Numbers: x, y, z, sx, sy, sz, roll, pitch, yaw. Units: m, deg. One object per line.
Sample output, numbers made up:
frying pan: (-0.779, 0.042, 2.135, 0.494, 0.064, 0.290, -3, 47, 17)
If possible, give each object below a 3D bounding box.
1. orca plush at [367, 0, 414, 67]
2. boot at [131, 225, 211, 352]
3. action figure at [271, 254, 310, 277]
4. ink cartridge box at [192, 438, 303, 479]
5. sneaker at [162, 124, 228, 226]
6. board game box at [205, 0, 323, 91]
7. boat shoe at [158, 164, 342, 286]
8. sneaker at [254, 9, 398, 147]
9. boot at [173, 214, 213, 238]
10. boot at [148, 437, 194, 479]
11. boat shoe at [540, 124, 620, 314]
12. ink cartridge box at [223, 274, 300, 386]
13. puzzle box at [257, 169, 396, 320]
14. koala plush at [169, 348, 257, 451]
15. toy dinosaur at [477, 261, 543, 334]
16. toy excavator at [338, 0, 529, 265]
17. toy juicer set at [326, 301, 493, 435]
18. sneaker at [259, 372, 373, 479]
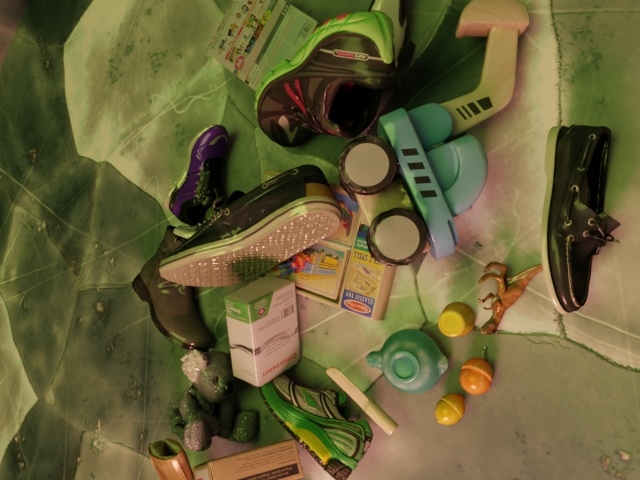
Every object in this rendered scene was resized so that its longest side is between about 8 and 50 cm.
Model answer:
orca plush: (0.118, -0.471, 1.468, 0.102, 0.151, 0.287, -125, 27, -70)
boot: (-0.367, 0.121, 1.782, 0.338, 0.118, 0.222, 43, 106, 28)
action figure: (-0.065, 0.058, 1.537, 0.115, 0.030, 0.038, -26, 75, 40)
ink cartridge box: (-0.166, 0.513, 1.477, 0.234, 0.193, 0.088, 132, 125, -62)
sneaker: (-0.300, -0.160, 1.771, 0.146, 0.102, 0.293, 45, 117, 28)
board game box: (-0.128, -0.493, 1.667, 0.303, 0.098, 0.224, 43, 110, 31)
boat shoe: (-0.171, -0.022, 1.538, 0.500, 0.187, 0.155, -26, 57, 28)
sneaker: (0.000, -0.293, 1.416, 0.483, 0.185, 0.202, -30, 74, 61)
boot: (-0.291, -0.033, 1.750, 0.190, 0.069, 0.086, 14, 88, 15)
boot: (-0.353, 0.606, 1.645, 0.236, 0.089, 0.269, -3, 115, 46)
boat shoe: (0.458, -0.043, 1.149, 0.113, 0.127, 0.339, -6, 69, 41)
ink cartridge box: (-0.130, 0.204, 1.521, 0.087, 0.153, 0.208, 12, 115, 38)
puzzle box: (0.000, 0.000, 1.545, 0.409, 0.052, 0.272, 15, 96, 37)
koala plush: (-0.272, 0.370, 1.637, 0.203, 0.196, 0.221, 15, 98, 48)
toy dinosaur: (0.365, 0.084, 1.263, 0.112, 0.064, 0.211, 39, 107, 0)
toy excavator: (0.243, -0.202, 1.288, 0.445, 0.222, 0.432, -22, 86, 1)
toy juicer set: (0.198, 0.281, 1.350, 0.329, 0.089, 0.209, -32, 80, 22)
sneaker: (-0.014, 0.385, 1.493, 0.146, 0.134, 0.344, -43, 46, -15)
